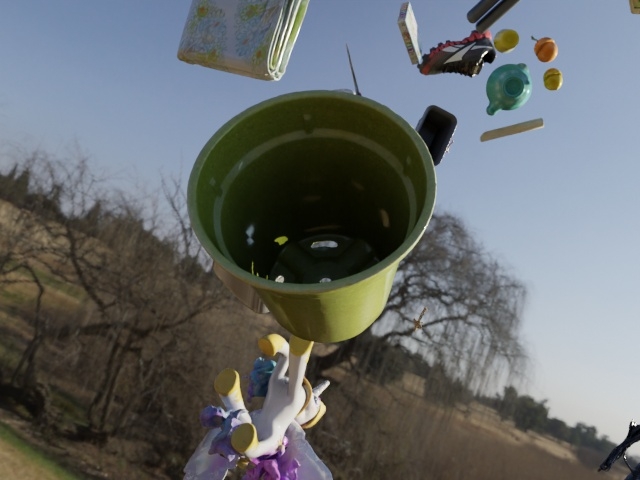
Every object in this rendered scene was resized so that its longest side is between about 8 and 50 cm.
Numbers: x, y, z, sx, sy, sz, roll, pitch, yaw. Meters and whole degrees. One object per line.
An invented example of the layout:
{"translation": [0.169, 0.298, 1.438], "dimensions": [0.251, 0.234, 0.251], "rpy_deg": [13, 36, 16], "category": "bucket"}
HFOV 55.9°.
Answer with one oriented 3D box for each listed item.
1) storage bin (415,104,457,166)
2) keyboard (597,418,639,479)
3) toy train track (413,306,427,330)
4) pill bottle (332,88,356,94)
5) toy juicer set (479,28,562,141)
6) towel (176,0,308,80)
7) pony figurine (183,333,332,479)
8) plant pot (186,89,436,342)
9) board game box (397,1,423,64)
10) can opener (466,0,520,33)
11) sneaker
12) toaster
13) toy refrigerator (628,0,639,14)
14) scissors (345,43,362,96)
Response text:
{"translation": [0.261, -0.242, 1.448], "dimensions": [0.098, 0.135, 0.091], "rpy_deg": [25, -4, -9], "category": "storage bin"}
{"translation": [0.727, 0.542, 1.363], "dimensions": [0.201, 0.317, 0.033], "rpy_deg": [53, -21, 8], "category": "keyboard"}
{"translation": [0.309, 0.241, 1.847], "dimensions": [0.014, 0.083, 0.048], "rpy_deg": [10, 25, -29], "category": "toy train track"}
{"translation": [0.077, -0.385, 2.129], "dimensions": [0.153, 0.153, 0.265], "rpy_deg": [14, -46, 38], "category": "pill bottle"}
{"translation": [0.593, -0.445, 1.774], "dimensions": [0.209, 0.329, 0.089], "rpy_deg": [7, 13, 1], "category": "toy juicer set"}
{"translation": [-0.186, -0.570, 1.471], "dimensions": [0.374, 0.321, 0.090], "rpy_deg": [23, 2, 37], "category": "towel"}
{"translation": [-0.093, 0.354, 1.102], "dimensions": [0.302, 0.351, 0.363], "rpy_deg": [21, -28, 23], "category": "pony figurine"}
{"translation": [0.000, 0.000, 0.766], "dimensions": [0.276, 0.276, 0.254], "rpy_deg": [19, -28, 17], "category": "plant pot"}
{"translation": [0.276, -0.633, 1.844], "dimensions": [0.026, 0.103, 0.154], "rpy_deg": [-6, -42, 26], "category": "board game box"}
{"translation": [0.488, -0.637, 1.495], "dimensions": [0.074, 0.280, 0.093], "rpy_deg": [40, 24, -18], "category": "can opener"}
{"translation": [0.457, -0.591, 1.975], "dimensions": [0.097, 0.276, 0.135], "rpy_deg": [93, -27, -71], "category": "sneaker"}
{"translation": [-0.143, 0.059, 1.350], "dimensions": [0.227, 0.129, 0.146], "rpy_deg": [43, -30, 19], "category": "toaster"}
{"translation": [0.618, -0.557, 1.108], "dimensions": [0.269, 0.094, 0.102], "rpy_deg": [59, -8, -33], "category": "toy refrigerator"}
{"translation": [0.090, -0.303, 1.357], "dimensions": [0.021, 0.297, 0.109], "rpy_deg": [-17, -30, 13], "category": "scissors"}
